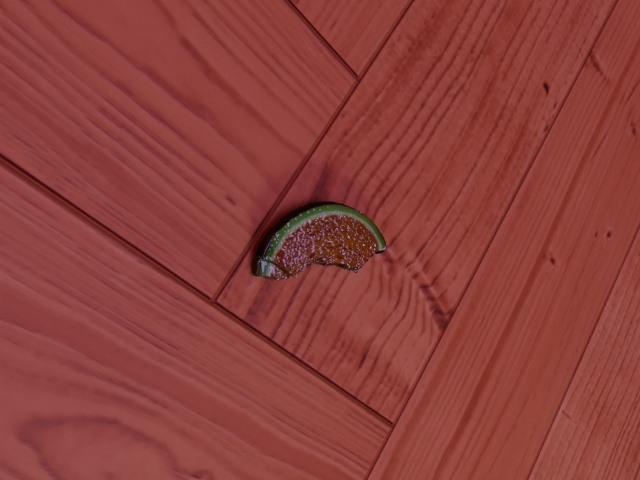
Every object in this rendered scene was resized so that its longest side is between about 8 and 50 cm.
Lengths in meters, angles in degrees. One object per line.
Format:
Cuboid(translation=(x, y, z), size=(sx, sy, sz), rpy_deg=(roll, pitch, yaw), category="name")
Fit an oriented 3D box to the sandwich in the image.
Cuboid(translation=(0.002, -0.002, 0.517), size=(0.135, 0.029, 0.067), rpy_deg=(-6, 103, -34), category="sandwich")
